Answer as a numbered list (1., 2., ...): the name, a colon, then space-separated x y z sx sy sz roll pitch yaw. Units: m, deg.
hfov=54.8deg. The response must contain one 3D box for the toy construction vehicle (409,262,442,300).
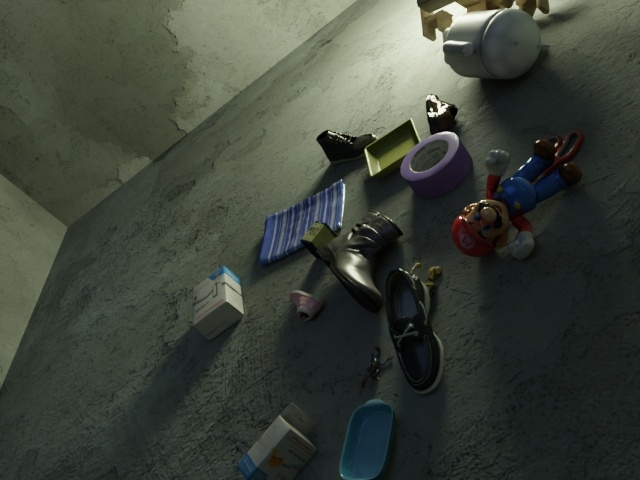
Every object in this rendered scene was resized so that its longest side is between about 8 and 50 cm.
1. toy construction vehicle: 0.248 0.097 1.511 0.086 0.035 0.098 -1 51 49

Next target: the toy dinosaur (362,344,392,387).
1. toy dinosaur: 0.120 0.282 1.432 0.090 0.047 0.082 -42 11 22

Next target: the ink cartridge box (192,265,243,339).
1. ink cartridge box: -0.336 0.201 2.012 0.148 0.086 0.203 -37 31 11

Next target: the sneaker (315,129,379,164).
1. sneaker: 0.088 -0.342 2.153 0.222 0.118 0.083 -16 40 38

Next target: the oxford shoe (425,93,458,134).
1. oxford shoe: 0.382 -0.400 1.945 0.096 0.083 0.227 -11 37 9

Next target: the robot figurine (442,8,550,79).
1. robot figurine: 0.522 -0.596 1.882 0.300 0.200 0.353 -17 22 -22

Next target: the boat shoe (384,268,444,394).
1. boat shoe: 0.195 0.195 1.376 0.114 0.091 0.302 -35 38 24

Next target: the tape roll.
1. tape roll: 0.328 -0.214 1.758 0.189 0.080 0.189 -30 34 23

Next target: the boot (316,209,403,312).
1. boot: 0.133 0.035 1.654 0.222 0.118 0.338 -38 35 -1

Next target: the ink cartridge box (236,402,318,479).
1. ink cartridge box: -0.082 0.467 1.373 0.181 0.104 0.061 -49 31 -8

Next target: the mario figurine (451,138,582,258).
1. mario figurine: 0.433 -0.089 1.399 0.320 0.170 0.198 -42 33 -1

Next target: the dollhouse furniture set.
1. dollhouse furniture set: 0.474 -0.839 1.994 0.362 0.394 0.256 -11 80 43

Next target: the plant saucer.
1. plant saucer: 0.238 -0.285 1.982 0.188 0.045 0.188 -31 33 19

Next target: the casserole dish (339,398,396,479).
1. casserole dish: 0.103 0.422 1.281 0.114 0.037 0.188 -17 40 36

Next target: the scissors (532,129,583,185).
1. scissors: 0.539 -0.158 1.500 0.109 0.021 0.297 9 57 51

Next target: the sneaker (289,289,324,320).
1. sneaker: -0.055 0.185 1.739 0.134 0.051 0.070 9 53 48

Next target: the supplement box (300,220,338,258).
1. supplement box: 0.000 0.000 1.870 0.083 0.083 0.056 -52 33 -16

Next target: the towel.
1. towel: -0.065 -0.059 2.063 0.336 0.040 0.243 -26 36 27
